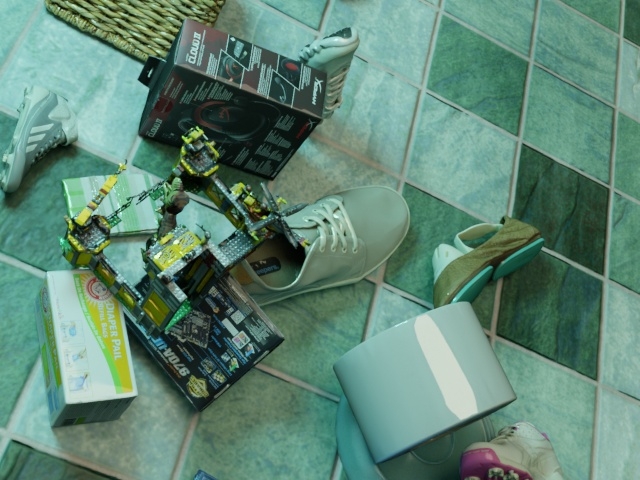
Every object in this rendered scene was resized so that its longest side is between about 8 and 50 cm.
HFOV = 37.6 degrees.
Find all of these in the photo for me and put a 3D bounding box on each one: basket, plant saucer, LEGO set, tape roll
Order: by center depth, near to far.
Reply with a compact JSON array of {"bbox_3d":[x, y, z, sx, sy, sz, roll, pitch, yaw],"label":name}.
[{"bbox_3d":[-0.194,-0.029,1.352,0.331,0.192,0.255,-30,81,-32],"label":"LEGO set"},{"bbox_3d":[0.162,0.224,1.471,0.246,0.246,0.169,-13,71,-33],"label":"tape roll"},{"bbox_3d":[0.176,0.335,1.598,0.317,0.044,0.318,12,60,-22],"label":"plant saucer"},{"bbox_3d":[-0.327,-0.479,1.746,0.299,0.223,0.213,25,22,-14],"label":"basket"}]

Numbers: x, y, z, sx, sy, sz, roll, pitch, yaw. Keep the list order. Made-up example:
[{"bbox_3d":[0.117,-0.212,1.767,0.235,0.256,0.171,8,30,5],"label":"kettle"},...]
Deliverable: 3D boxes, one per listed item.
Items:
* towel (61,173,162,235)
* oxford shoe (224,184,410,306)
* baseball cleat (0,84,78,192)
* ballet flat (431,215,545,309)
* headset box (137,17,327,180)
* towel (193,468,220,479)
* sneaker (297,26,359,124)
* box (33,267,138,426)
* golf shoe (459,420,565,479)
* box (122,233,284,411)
[{"bbox_3d":[-0.342,-0.056,1.553,0.152,0.023,0.113,-6,65,-28],"label":"towel"},{"bbox_3d":[0.000,0.000,1.635,0.449,0.130,0.169,-20,73,-36],"label":"oxford shoe"},{"bbox_3d":[-0.449,-0.159,1.519,0.109,0.072,0.206,20,60,-25],"label":"baseball cleat"},{"bbox_3d":[0.292,0.038,1.791,0.124,0.116,0.342,40,50,23],"label":"ballet flat"},{"bbox_3d":[-0.167,-0.240,1.620,0.293,0.218,0.110,18,57,-18],"label":"headset box"},{"bbox_3d":[-0.144,0.397,1.401,0.119,0.029,0.067,31,55,-10],"label":"towel"},{"bbox_3d":[0.008,-0.290,1.701,0.110,0.292,0.118,-28,87,-24],"label":"sneaker"},{"bbox_3d":[-0.346,0.154,1.375,0.103,0.114,0.203,-2,64,-29],"label":"box"},{"bbox_3d":[0.312,0.361,1.567,0.306,0.115,0.140,33,43,-48],"label":"golf shoe"},{"bbox_3d":[-0.189,0.127,1.464,0.175,0.051,0.220,-41,86,-7],"label":"box"}]
